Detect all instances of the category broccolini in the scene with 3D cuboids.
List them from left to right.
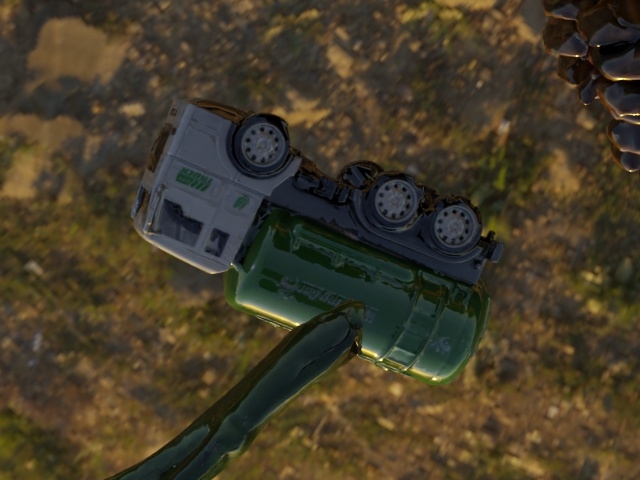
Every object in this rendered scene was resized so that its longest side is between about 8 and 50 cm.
[{"bbox_3d":[-0.052,0.096,0.447,0.201,0.074,0.058,-36,115,11],"label":"broccolini"}]

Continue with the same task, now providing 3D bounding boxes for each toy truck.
[{"bbox_3d":[0.000,0.000,0.968,0.242,0.101,0.125,24,92,-14],"label":"toy truck"}]

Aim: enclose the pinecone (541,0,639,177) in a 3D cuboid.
[{"bbox_3d":[0.171,-0.091,0.641,0.173,0.173,0.174,11,122,18],"label":"pinecone"}]
